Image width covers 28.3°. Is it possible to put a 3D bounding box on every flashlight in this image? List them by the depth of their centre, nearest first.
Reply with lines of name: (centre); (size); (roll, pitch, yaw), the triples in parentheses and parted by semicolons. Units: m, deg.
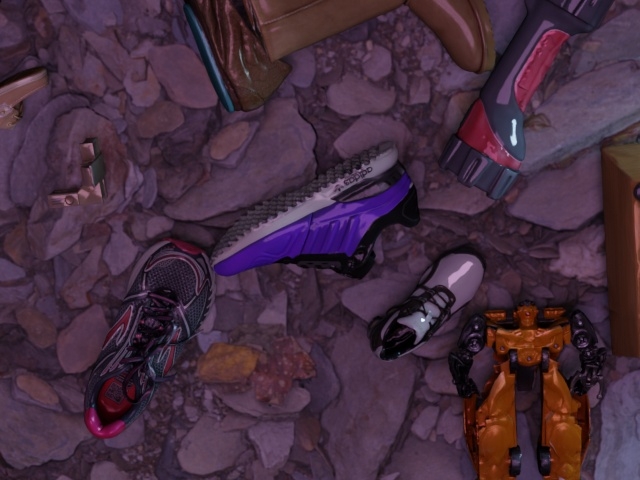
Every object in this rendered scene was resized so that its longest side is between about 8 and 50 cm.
flashlight: (0.265, -0.201, 1.595); (0.103, 0.103, 0.304); (17, 110, -45)

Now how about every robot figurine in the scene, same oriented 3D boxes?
robot figurine: (0.280, 0.213, 1.734); (0.211, 0.085, 0.291); (-2, 109, 2)

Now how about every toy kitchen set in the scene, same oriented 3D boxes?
toy kitchen set: (-0.327, -0.084, 1.668); (0.075, 0.068, 0.083); (-5, 107, 4)

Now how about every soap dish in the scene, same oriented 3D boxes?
soap dish: (0.489, 0.013, 1.644); (0.228, 0.118, 0.291); (-6, 107, 4)

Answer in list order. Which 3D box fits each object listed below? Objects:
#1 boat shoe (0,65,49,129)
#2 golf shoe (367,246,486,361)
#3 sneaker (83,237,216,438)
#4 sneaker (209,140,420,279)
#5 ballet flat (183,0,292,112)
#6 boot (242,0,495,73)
boat shoe: (-0.416, -0.170, 1.651); (0.170, 0.063, 0.059); (-24, 108, 19)
golf shoe: (0.148, 0.094, 1.697); (0.077, 0.094, 0.198); (42, 103, -10)
sneaker: (-0.230, 0.137, 1.715); (0.120, 0.112, 0.299); (23, 107, -5)
sneaker: (0.000, 0.000, 1.666); (0.293, 0.102, 0.146); (-28, 106, 10)
ballet flat: (-0.135, -0.325, 1.570); (0.124, 0.116, 0.342); (-31, 106, -8)
boot: (0.055, -0.275, 1.549); (0.269, 0.089, 0.236); (-22, 94, -10)
